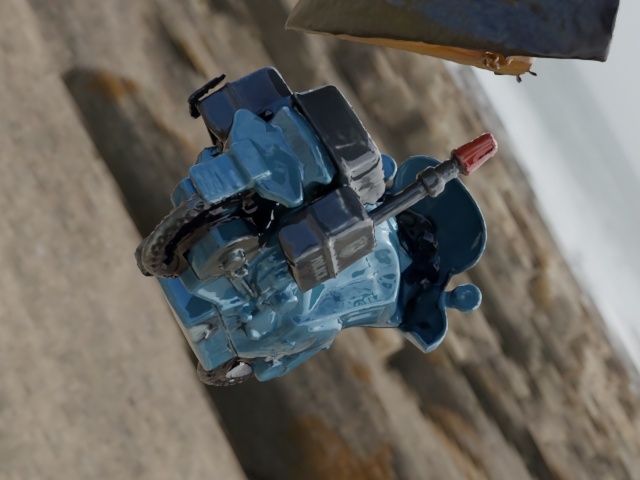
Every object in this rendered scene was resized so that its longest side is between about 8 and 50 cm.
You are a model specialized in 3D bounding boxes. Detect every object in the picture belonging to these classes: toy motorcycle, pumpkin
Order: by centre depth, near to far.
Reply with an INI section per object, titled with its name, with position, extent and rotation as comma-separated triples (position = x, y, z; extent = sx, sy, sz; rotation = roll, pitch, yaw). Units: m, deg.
[pumpkin]
position = 0.066, -0.151, 0.884
extent = 0.254, 0.149, 0.130
rotation = -98, -162, -85
[toy motorcycle]
position = 0.000, 0.000, 0.959
extent = 0.124, 0.182, 0.272
rotation = 58, -6, 21
